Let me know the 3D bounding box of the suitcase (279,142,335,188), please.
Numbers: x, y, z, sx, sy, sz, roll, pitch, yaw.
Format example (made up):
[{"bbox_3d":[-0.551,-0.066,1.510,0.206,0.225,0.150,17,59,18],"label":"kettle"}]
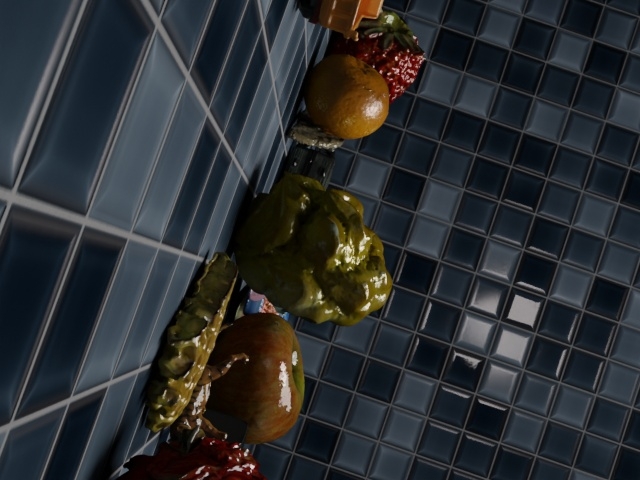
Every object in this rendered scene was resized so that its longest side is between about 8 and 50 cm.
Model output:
[{"bbox_3d":[-0.060,-0.112,2.387,0.202,0.128,0.312,107,2,-71],"label":"suitcase"}]

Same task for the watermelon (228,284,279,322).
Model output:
[{"bbox_3d":[-0.186,0.180,2.270,0.145,0.137,0.192,30,-77,60],"label":"watermelon"}]

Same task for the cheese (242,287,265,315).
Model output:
[{"bbox_3d":[-0.130,0.048,2.139,0.189,0.074,0.285,0,107,-65],"label":"cheese"}]

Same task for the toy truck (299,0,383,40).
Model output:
[{"bbox_3d":[0.049,-0.444,1.543,0.270,0.135,0.114,-69,178,-61],"label":"toy truck"}]

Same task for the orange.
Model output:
[{"bbox_3d":[0.063,-0.350,2.141,0.193,0.219,0.219,-38,-165,26],"label":"orange"}]

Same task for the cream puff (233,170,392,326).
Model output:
[{"bbox_3d":[0.002,0.001,1.767,0.291,0.324,0.257,-27,141,-51],"label":"cream puff"}]

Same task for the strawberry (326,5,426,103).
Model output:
[{"bbox_3d":[0.126,-0.494,2.510,0.343,0.292,0.292,-49,-167,36],"label":"strawberry"}]

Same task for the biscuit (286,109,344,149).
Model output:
[{"bbox_3d":[-0.005,-0.270,2.188,0.250,0.133,0.032,-70,-175,-68],"label":"biscuit"}]

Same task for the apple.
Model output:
[{"bbox_3d":[-0.171,0.329,2.090,0.277,0.250,0.309,53,33,-71],"label":"apple"}]

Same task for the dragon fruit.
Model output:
[{"bbox_3d":[-0.190,0.420,1.164,0.277,0.278,0.342,107,-3,-74],"label":"dragon fruit"}]

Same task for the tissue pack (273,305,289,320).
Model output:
[{"bbox_3d":[-0.194,0.303,2.540,0.198,0.146,0.263,-55,165,-85],"label":"tissue pack"}]

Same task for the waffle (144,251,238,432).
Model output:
[{"bbox_3d":[-0.202,0.160,1.393,0.283,0.065,0.309,109,0,-79],"label":"waffle"}]

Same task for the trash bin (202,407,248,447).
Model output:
[{"bbox_3d":[-0.262,0.500,1.954,0.115,0.165,0.225,-68,175,-66],"label":"trash bin"}]

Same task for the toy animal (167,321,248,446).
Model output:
[{"bbox_3d":[-0.234,0.278,1.722,0.116,0.114,0.255,22,80,-47],"label":"toy animal"}]
